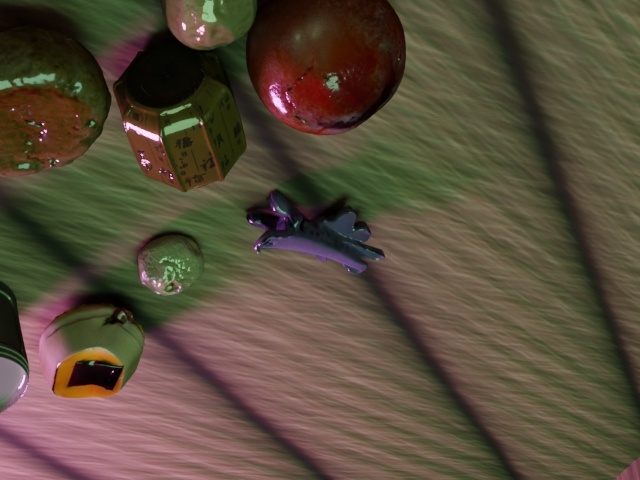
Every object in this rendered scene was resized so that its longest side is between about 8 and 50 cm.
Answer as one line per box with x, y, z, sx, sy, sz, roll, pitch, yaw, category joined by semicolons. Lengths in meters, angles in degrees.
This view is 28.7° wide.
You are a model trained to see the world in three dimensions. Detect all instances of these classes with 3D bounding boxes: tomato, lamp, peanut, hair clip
0.010;-0.235;1.606;0.208;0.184;0.208;-12;147;-8;tomato
-0.183;-0.163;1.646;0.161;0.161;0.185;-19;149;0;lamp
-0.136;-0.315;1.467;0.124;0.123;0.256;-15;150;-7;peanut
-0.007;-0.012;2.033;0.137;0.090;0.278;-39;148;30;hair clip

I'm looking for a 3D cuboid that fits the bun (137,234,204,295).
-0.239;0.045;2.000;0.115;0.069;0.115;-15;146;-10;bun

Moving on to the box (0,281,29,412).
-0.574;0.173;1.941;0.226;0.149;0.226;-15;147;-10;box

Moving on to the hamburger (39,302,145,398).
-0.385;0.186;2.103;0.173;0.116;0.210;0;148;-15;hamburger

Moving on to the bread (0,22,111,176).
-0.374;-0.179;1.547;0.230;0.123;0.230;-12;152;-6;bread
